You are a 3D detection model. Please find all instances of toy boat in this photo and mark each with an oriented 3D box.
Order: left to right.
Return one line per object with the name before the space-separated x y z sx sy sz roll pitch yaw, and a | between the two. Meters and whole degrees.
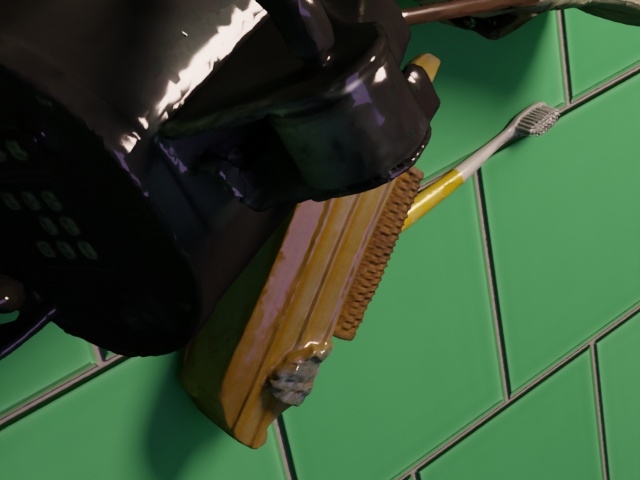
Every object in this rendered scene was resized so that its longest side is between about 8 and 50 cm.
toy boat | 0.000 0.000 0.885 0.115 0.089 0.310 19 92 -42

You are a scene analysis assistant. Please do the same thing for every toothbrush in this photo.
toothbrush | 0.099 -0.040 1.004 0.288 0.024 0.021 -36 126 -27

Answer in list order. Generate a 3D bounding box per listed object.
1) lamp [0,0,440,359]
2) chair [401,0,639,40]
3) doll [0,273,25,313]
lamp | -0.098 -0.082 0.690 0.205 0.374 0.272 60 32 -28
chair | 0.131 -0.238 0.882 0.319 0.160 0.186 -12 113 -36
doll | -0.247 0.078 0.543 0.234 0.135 0.143 -44 122 -30
